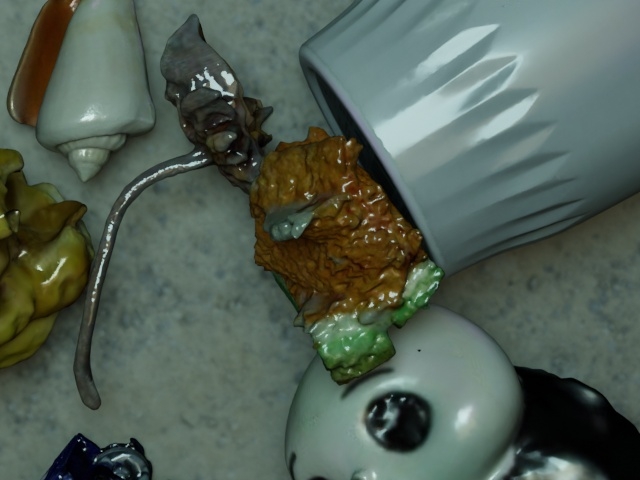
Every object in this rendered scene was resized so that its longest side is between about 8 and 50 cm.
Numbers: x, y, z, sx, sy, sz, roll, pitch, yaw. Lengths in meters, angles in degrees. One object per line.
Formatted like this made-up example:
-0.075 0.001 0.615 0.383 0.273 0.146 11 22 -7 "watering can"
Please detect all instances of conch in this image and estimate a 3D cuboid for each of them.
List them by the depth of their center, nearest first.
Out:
-0.180 -0.131 0.948 0.094 0.104 0.176 -9 91 -42 "conch"

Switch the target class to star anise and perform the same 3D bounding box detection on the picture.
-0.126 -0.022 0.943 0.227 0.148 0.218 -30 85 4 "star anise"

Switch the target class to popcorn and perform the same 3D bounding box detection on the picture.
-0.287 0.025 0.896 0.254 0.191 0.190 -8 109 -16 "popcorn"

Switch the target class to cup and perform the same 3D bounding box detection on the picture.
0.189 -0.152 0.917 0.372 0.253 0.253 -31 97 -3 "cup"

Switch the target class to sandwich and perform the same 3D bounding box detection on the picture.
-0.002 -0.002 0.884 0.109 0.185 0.160 -39 115 -4 "sandwich"

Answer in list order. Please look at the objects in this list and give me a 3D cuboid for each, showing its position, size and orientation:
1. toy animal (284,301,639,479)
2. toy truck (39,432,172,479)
0.105 0.170 0.946 0.267 0.212 0.212 23 90 -12 "toy animal"
-0.127 0.286 0.966 0.268 0.124 0.155 41 95 -6 "toy truck"
